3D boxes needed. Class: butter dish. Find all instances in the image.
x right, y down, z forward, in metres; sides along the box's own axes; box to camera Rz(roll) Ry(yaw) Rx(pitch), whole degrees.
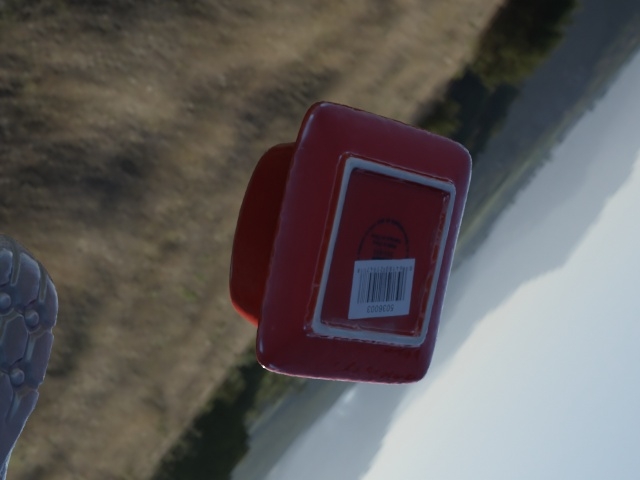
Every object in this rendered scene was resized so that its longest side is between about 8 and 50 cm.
[{"bbox_3d":[0.000,0.000,0.850,0.160,0.118,0.160,11,91,-47],"label":"butter dish"}]

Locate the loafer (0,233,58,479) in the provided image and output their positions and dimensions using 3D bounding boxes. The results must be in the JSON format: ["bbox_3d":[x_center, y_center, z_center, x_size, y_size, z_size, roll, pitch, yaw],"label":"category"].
[{"bbox_3d":[-0.239,0.142,0.765,0.112,0.111,0.320,52,43,-47],"label":"loafer"}]
